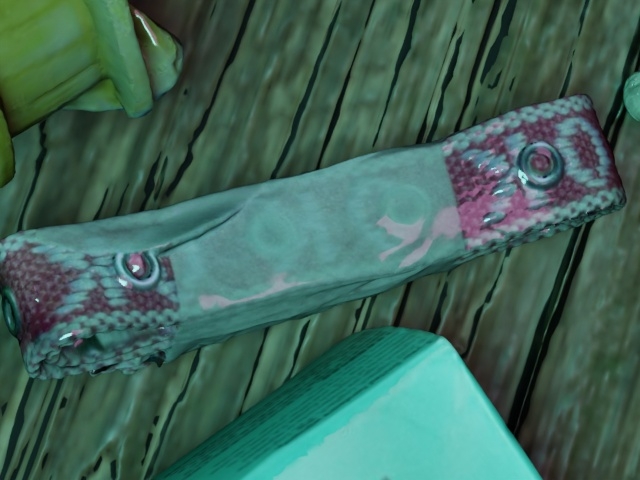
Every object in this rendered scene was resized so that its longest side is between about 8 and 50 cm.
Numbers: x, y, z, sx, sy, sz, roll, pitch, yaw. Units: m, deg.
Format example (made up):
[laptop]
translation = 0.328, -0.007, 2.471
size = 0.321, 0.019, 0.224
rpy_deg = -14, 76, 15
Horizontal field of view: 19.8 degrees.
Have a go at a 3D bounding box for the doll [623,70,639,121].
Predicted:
[doll]
translation = 0.170, -0.065, 0.708
size = 0.076, 0.050, 0.083
rpy_deg = 39, 74, -14

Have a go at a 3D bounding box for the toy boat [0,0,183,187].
[toy boat]
translation = -0.165, -0.157, 0.581
size = 0.089, 0.121, 0.321
rpy_deg = -35, 82, -16

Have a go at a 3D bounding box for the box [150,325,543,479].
[box]
translation = 0.031, 0.209, 0.608
size = 0.205, 0.118, 0.311
rpy_deg = -34, 95, -14

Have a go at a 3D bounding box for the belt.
[belt]
translation = 0.000, 0.000, 0.645
size = 0.232, 0.071, 0.053
rpy_deg = -15, 83, -20
